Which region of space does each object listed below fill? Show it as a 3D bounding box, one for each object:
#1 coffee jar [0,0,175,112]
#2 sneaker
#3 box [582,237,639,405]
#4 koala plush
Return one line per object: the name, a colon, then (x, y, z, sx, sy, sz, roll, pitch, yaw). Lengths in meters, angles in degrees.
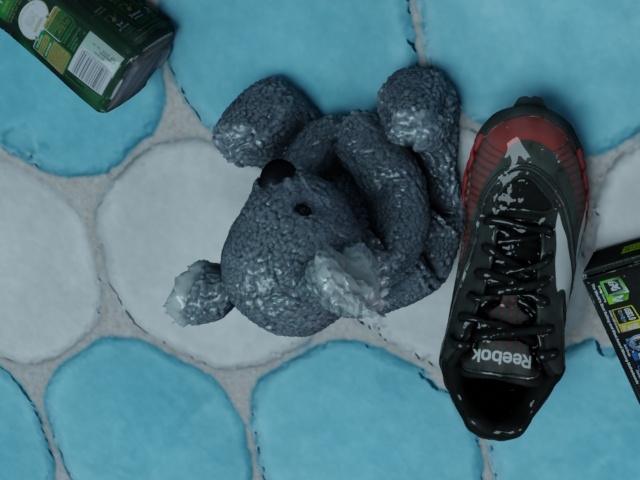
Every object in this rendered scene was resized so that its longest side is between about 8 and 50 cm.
coffee jar: (-0.215, -0.189, 1.250, 0.184, 0.096, 0.079, 39, 123, 4)
sneaker: (0.145, 0.034, 1.161, 0.098, 0.135, 0.276, 8, 119, 5)
box: (0.317, 0.073, 1.161, 0.184, 0.045, 0.190, -17, 107, 32)
koala plush: (0.000, 0.000, 1.168, 0.196, 0.221, 0.203, -3, 114, 26)
